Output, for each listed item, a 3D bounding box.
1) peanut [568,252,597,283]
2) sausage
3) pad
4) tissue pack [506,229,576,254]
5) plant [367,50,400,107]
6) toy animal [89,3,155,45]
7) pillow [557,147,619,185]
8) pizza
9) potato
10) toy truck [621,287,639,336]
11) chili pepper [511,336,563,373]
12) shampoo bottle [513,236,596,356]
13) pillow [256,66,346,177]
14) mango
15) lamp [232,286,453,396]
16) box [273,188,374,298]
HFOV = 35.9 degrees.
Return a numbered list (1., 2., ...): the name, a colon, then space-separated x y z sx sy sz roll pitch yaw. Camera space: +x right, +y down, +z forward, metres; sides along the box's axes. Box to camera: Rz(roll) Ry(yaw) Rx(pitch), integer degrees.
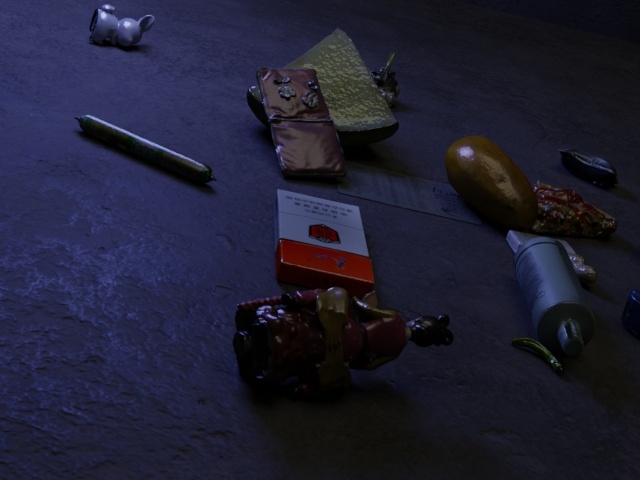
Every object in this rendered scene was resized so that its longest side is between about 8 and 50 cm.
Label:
1. peanut: 0.422 0.047 1.608 0.037 0.037 0.083 3 27 -27
2. sausage: -0.280 -0.147 1.574 0.269 0.033 0.033 24 26 15
3. pad: 0.153 -0.091 1.755 0.264 0.009 0.159 12 26 -9
4. tissue pack: 0.371 0.010 1.663 0.108 0.023 0.056 10 26 -15
5. plant: 0.138 -0.352 2.155 0.104 0.122 0.116 26 17 -8
6. toy animal: -0.411 -0.438 2.045 0.124 0.085 0.071 13 8 -20
7. pillow: 0.566 -0.157 2.085 0.135 0.055 0.091 30 26 23
8. pizza: 0.435 -0.055 1.794 0.188 0.062 0.199 28 29 28
9. potato: -0.027 -0.263 1.859 0.255 0.112 0.269 -12 57 -25
10. toy truck: 0.533 0.144 1.445 0.088 0.074 0.201 -12 37 -30
11. chili pepper: 0.297 0.152 1.336 0.030 0.017 0.083 -11 37 -42
12. shampoo bottle: 0.338 0.086 1.417 0.085 0.085 0.262 14 25 -5
13. pillow: -0.035 -0.206 1.726 0.126 0.043 0.233 -5 62 -22
14. mango: 0.300 -0.100 1.739 0.147 0.109 0.227 38 13 -46
15. lamp: 0.026 0.108 1.146 0.253 0.118 0.118 -8 34 -29
16. box: 0.000 0.000 1.445 0.139 0.035 0.245 13 25 -9
